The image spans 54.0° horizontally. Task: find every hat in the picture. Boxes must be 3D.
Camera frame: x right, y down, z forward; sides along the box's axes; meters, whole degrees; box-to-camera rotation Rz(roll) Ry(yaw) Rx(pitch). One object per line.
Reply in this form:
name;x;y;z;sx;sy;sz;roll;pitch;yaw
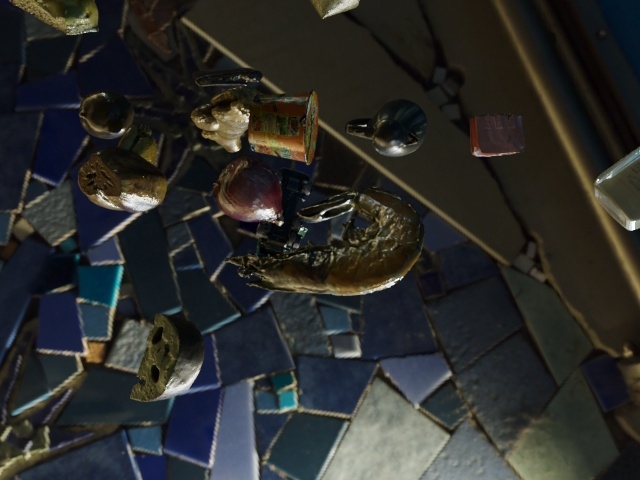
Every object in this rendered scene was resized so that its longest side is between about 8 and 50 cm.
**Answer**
hat;0.015;-0.561;1.502;0.146;0.146;0.067;150;-43;-86

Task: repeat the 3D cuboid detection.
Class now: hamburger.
hamburger;-0.597;-0.267;2.023;0.215;0.122;0.189;-61;-173;31

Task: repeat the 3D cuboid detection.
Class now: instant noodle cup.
instant noodle cup;-0.112;-0.351;1.912;0.230;0.183;0.230;7;90;-82

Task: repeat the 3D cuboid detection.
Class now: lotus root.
lotus root;-0.555;-0.158;1.787;0.193;0.193;0.291;69;16;8
lotus root;-0.383;0.310;1.599;0.138;0.234;0.119;26;7;34

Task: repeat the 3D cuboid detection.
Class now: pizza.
pizza;-0.532;-0.518;1.338;0.188;0.204;0.080;35;-56;15

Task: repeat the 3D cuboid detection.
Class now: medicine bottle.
medicine bottle;0.933;-0.185;1.722;0.179;0.324;0.124;57;10;32

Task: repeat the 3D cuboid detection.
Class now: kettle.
kettle;0.246;-0.402;2.241;0.251;0.207;0.271;43;26;0

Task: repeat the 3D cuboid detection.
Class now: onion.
onion;-0.157;-0.105;1.493;0.195;0.159;0.159;41;9;-25

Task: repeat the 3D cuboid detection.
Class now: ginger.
ginger;-0.319;-0.391;2.134;0.166;0.236;0.375;48;-37;12

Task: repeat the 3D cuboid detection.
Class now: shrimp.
shrimp;0.000;0.000;1.334;0.085;0.446;0.271;58;32;-48

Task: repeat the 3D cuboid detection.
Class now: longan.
longan;-0.716;-0.420;2.105;0.189;0.189;0.189;160;-90;-86

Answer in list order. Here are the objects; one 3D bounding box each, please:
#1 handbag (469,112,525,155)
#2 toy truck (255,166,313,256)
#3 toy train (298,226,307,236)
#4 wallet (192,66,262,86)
handbag;0.671;-0.404;2.383;0.059;0.213;0.157;177;-93;-71
toy truck;-0.103;-0.058;1.661;0.124;0.114;0.253;143;-37;-72
toy train;-0.088;-0.041;2.233;0.056;0.038;0.093;35;7;28
wallet;-0.251;-0.437;1.688;0.229;0.182;0.049;-126;-147;-70
